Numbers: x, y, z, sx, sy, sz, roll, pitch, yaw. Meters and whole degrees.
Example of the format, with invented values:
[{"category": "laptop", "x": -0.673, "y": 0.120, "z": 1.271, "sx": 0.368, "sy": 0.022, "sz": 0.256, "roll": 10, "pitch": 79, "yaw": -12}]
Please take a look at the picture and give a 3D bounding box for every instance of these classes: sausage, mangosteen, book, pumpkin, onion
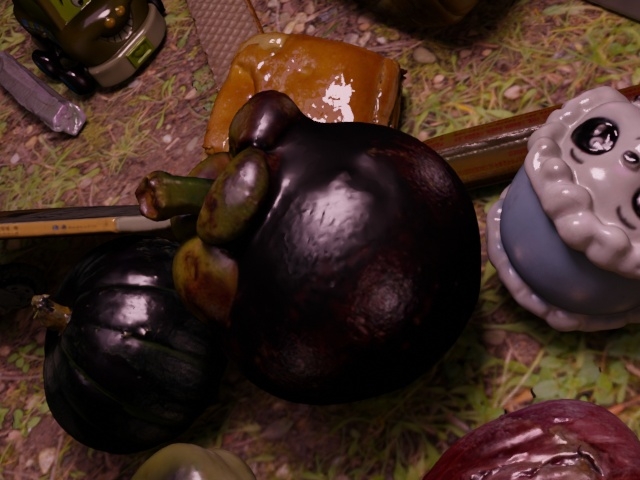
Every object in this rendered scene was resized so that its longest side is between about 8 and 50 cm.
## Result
[{"category": "sausage", "x": 0.239, "y": -0.106, "z": 0.989, "sx": 0.372, "sy": 0.082, "sz": 0.082, "roll": -12, "pitch": 55, "yaw": 21}, {"category": "mangosteen", "x": 0.008, "y": 0.000, "z": 0.887, "sx": 0.297, "sy": 0.297, "sz": 0.313, "roll": -24, "pitch": 95, "yaw": 11}, {"category": "book", "x": -0.344, "y": -0.021, "z": 1.108, "sx": 0.389, "sy": 0.269, "sz": 0.032, "roll": -2, "pitch": 95, "yaw": 19}, {"category": "pumpkin", "x": -0.218, "y": 0.106, "z": 0.993, "sx": 0.250, "sy": 0.216, "sz": 0.250, "roll": -45, "pitch": 31, "yaw": 37}, {"category": "onion", "x": 0.160, "y": 0.255, "z": 0.766, "sx": 0.283, "sy": 0.120, "sz": 0.227, "roll": -29, "pitch": 47, "yaw": 7}]

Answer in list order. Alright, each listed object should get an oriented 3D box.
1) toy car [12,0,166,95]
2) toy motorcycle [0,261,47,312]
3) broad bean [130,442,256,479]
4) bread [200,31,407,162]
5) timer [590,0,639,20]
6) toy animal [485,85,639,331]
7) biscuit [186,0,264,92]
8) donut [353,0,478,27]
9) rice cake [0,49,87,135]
[{"category": "toy car", "x": -0.379, "y": -0.365, "z": 1.377, "sx": 0.248, "sy": 0.198, "sz": 0.204, "roll": 31, "pitch": 76, "yaw": 36}, {"category": "toy motorcycle", "x": -0.517, "y": 0.096, "z": 1.166, "sx": 0.307, "sy": 0.173, "sz": 0.108, "roll": -30, "pitch": 53, "yaw": 4}, {"category": "broad bean", "x": -0.119, "y": 0.325, "z": 0.857, "sx": 0.189, "sy": 0.121, "sz": 0.263, "roll": -28, "pitch": 53, "yaw": 12}, {"category": "bread", "x": -0.022, "y": -0.155, "z": 1.103, "sx": 0.235, "sy": 0.099, "sz": 0.210, "roll": 11, "pitch": 72, "yaw": 19}, {"category": "timer", "x": 0.367, "y": -0.400, "z": 1.036, "sx": 0.192, "sy": 0.195, "sz": 0.194, "roll": -46, "pitch": 51, "yaw": -7}, {"category": "toy animal", "x": 0.252, "y": -0.024, "z": 0.839, "sx": 0.156, "sy": 0.204, "sz": 0.208, "roll": -22, "pitch": 66, "yaw": -18}, {"category": "biscuit", "x": -0.139, "y": -0.327, "z": 1.327, "sx": 0.094, "sy": 0.054, "sz": 0.378, "roll": -27, "pitch": 52, "yaw": 8}, {"category": "donut", "x": 0.081, "y": -0.418, "z": 1.109, "sx": 0.360, "sy": 0.360, "sz": 0.170, "roll": 34, "pitch": 79, "yaw": 37}, {"category": "rice cake", "x": -0.455, "y": -0.235, "z": 1.429, "sx": 0.270, "sy": 0.049, "sz": 0.055, "roll": 35, "pitch": 101, "yaw": 38}]
